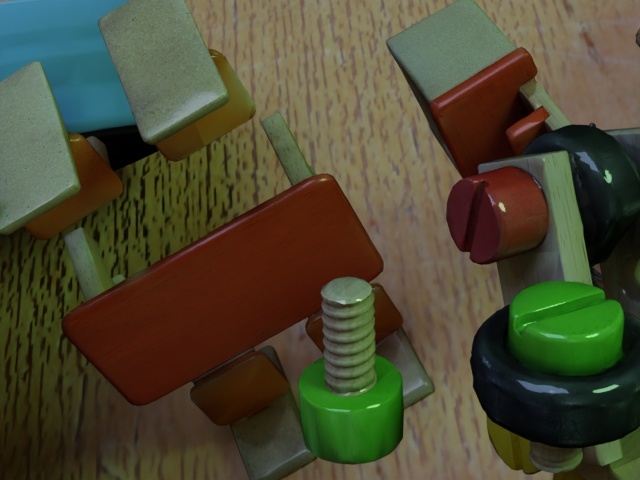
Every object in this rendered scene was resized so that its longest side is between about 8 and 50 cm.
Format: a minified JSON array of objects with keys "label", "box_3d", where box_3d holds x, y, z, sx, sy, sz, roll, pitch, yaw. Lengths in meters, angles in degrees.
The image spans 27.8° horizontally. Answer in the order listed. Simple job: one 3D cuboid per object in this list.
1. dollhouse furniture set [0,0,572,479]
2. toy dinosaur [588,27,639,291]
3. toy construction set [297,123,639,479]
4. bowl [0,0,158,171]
[{"label":"dollhouse furniture set","box_3d":[0.000,0.000,0.637,0.259,0.262,0.135,-30,46,4]},{"label":"toy dinosaur","box_3d":[0.213,-0.109,0.714,0.127,0.200,0.296,36,46,5]},{"label":"toy construction set","box_3d":[0.177,0.079,0.519,0.257,0.237,0.309,13,32,26]},{"label":"bowl","box_3d":[-0.262,-0.053,0.807,0.391,0.391,0.077,-16,91,19]}]
